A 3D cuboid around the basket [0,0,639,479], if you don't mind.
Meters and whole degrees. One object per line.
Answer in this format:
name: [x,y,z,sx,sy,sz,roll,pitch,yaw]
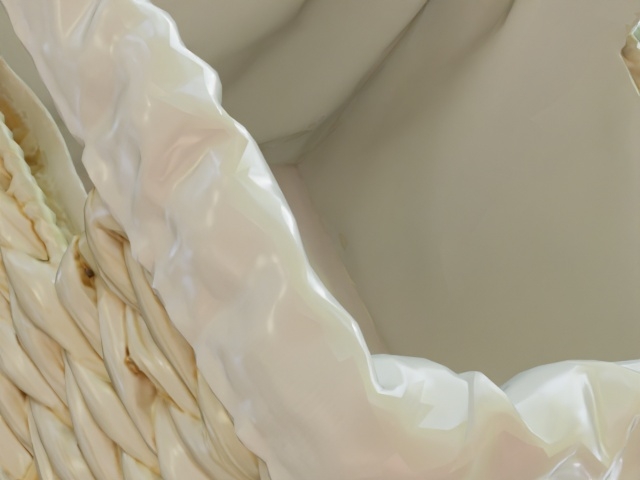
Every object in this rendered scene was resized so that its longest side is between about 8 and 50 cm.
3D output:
basket: [0.000,0.000,0.651,0.331,0.328,0.266,-3,-39,-43]
